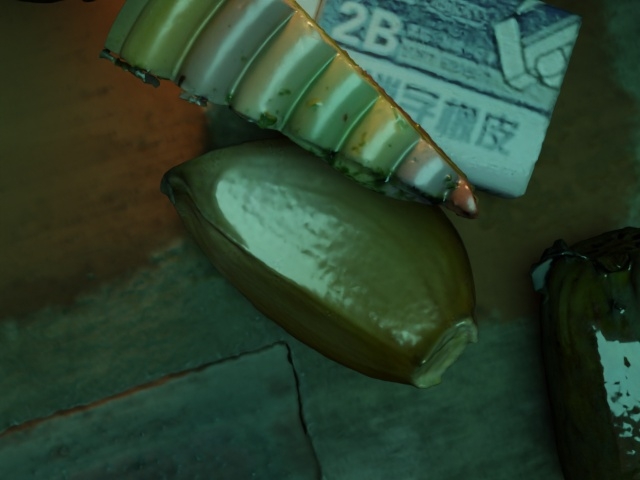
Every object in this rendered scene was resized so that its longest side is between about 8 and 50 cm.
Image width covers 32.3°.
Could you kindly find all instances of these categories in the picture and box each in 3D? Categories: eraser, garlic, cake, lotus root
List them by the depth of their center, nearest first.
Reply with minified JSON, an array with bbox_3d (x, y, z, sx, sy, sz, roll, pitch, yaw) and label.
[{"bbox_3d":[0.002,-0.092,0.612,0.225,0.109,0.090,26,99,-3],"label":"cake"},{"bbox_3d":[-0.005,0.007,0.684,0.207,0.115,0.128,30,51,-9],"label":"garlic"},{"bbox_3d":[0.044,-0.115,0.703,0.210,0.068,0.124,18,93,-6],"label":"eraser"},{"bbox_3d":[0.209,0.106,0.706,0.124,0.123,0.241,-9,98,24],"label":"lotus root"}]

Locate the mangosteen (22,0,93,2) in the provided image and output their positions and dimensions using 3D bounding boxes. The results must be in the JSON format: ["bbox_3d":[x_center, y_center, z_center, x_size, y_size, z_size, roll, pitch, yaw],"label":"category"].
[{"bbox_3d":[-0.176,-0.260,0.544,0.307,0.307,0.347,-39,72,-3],"label":"mangosteen"}]
